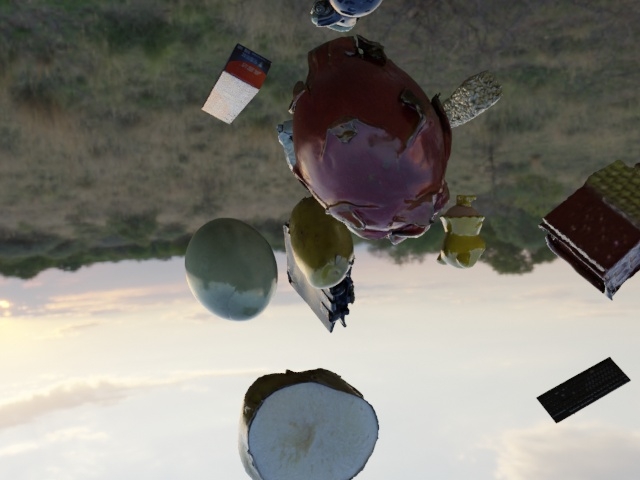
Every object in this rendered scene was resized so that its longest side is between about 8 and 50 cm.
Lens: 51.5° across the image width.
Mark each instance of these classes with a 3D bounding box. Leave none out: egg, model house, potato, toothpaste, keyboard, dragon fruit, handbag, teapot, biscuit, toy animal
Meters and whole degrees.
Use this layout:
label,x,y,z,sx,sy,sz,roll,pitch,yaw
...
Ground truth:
label,x,y,z,sx,sy,sz,roll,pitch,yaw
egg,-0.183,0.060,1.371,0.186,0.187,0.253,-4,-138,-32
model house,0.623,-0.036,1.390,0.196,0.254,0.160,50,-170,36
potato,-0.058,0.367,1.318,0.299,0.247,0.196,23,172,-34
toothpaste,-0.179,-0.313,1.360,0.076,0.066,0.320,26,170,-14
keyboard,0.517,0.292,1.300,0.198,0.064,0.010,-22,147,-20
dragon fruit,0.073,-0.144,0.993,0.250,0.315,0.250,-1,-164,0
potato,0.000,0.000,1.649,0.140,0.173,0.300,7,-148,-22
handbag,0.003,0.113,2.237,0.121,0.303,0.329,-22,-131,-21
teapot,-0.017,-0.294,1.924,0.178,0.222,0.163,-16,-142,14
biscuit,0.290,-0.273,1.305,0.082,0.070,0.168,-28,180,-9
toy animal,0.435,-0.027,2.050,0.155,0.230,0.156,5,-179,0

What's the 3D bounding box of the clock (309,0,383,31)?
label,x,y,z,sx,sy,sz,roll,pitch,yaw
clock,0.069,-0.569,1.489,0.146,0.200,0.243,33,176,-12
